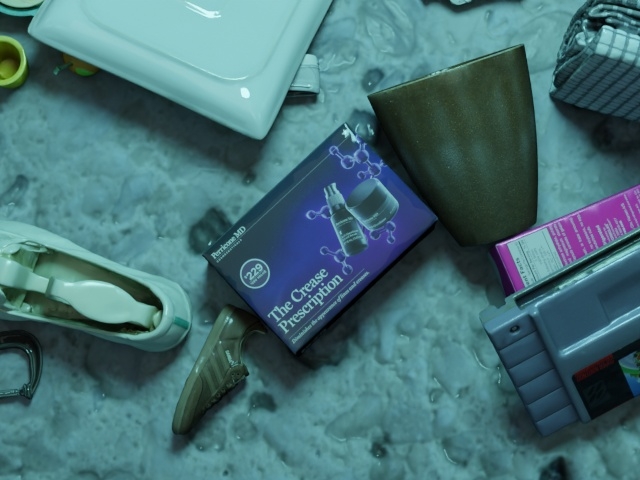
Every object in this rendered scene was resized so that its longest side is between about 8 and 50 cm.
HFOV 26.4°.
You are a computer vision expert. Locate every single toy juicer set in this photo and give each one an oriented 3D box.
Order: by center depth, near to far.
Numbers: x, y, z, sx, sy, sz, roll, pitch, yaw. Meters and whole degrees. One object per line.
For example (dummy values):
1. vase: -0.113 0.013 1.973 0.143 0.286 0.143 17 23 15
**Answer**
1. toy juicer set: -0.370 -0.375 1.874 0.209 0.089 0.329 -4 83 0

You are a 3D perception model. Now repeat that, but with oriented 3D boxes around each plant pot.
1. plant pot: 0.198 -0.116 1.798 0.215 0.215 0.230 -18 96 -1

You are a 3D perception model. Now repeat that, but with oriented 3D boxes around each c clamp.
1. c clamp: -0.450 0.192 1.851 0.160 0.022 0.137 -13 79 1

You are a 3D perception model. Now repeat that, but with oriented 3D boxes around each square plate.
1. square plate: -0.164 -0.350 1.843 0.347 0.049 0.344 25 69 1

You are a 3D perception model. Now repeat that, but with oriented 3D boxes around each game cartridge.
1. game cartridge: 0.402 0.098 1.757 0.355 0.068 0.230 -29 122 3

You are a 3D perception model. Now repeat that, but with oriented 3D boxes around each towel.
1. towel: 0.432 -0.233 1.754 0.235 0.284 0.121 17 83 1

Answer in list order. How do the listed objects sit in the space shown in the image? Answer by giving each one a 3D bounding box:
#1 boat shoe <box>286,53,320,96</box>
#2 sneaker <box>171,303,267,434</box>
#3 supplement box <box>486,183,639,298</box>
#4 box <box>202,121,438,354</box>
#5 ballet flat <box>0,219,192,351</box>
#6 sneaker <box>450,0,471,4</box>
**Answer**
1. boat shoe: -0.090 -0.211 1.872 0.184 0.066 0.063 -7 83 -10
2. sneaker: -0.135 0.181 1.823 0.071 0.066 0.188 24 85 2
3. supplement box: 0.345 0.017 1.813 0.220 0.111 0.114 -21 85 -1
4. box: 0.000 0.000 1.826 0.261 0.103 0.184 -44 83 -4
5. ballet flat: -0.364 0.054 1.808 0.400 0.139 0.139 15 84 2
6. sneaker: 0.208 -0.354 1.890 0.152 0.054 0.061 9 99 4
